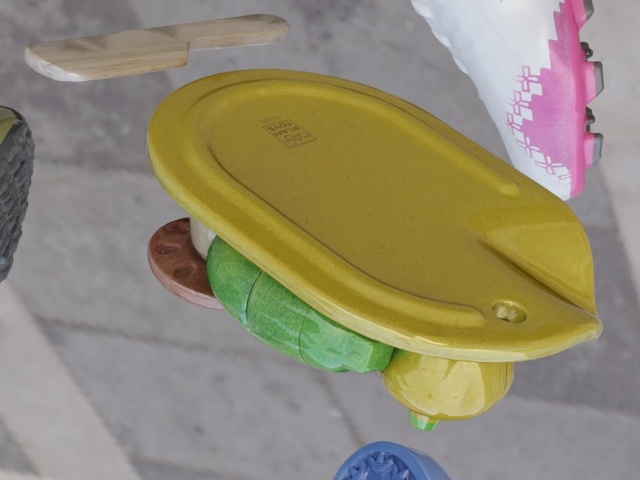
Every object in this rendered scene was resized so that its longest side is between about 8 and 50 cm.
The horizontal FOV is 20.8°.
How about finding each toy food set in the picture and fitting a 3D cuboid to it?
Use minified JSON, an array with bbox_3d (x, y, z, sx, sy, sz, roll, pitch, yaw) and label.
[{"bbox_3d":[0.000,0.000,0.627,0.218,0.128,0.071,37,129,31],"label":"toy food set"}]

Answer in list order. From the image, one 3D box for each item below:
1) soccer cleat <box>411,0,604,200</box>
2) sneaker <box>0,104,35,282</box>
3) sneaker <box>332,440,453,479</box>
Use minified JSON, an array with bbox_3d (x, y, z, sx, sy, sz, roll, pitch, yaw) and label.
[{"bbox_3d":[0.096,-0.177,1.106,0.143,0.116,0.331,-9,112,5],"label":"soccer cleat"},{"bbox_3d":[-0.297,0.056,0.731,0.182,0.410,0.158,43,160,9],"label":"sneaker"},{"bbox_3d":[0.064,0.199,0.736,0.081,0.232,0.090,-23,160,33],"label":"sneaker"}]
